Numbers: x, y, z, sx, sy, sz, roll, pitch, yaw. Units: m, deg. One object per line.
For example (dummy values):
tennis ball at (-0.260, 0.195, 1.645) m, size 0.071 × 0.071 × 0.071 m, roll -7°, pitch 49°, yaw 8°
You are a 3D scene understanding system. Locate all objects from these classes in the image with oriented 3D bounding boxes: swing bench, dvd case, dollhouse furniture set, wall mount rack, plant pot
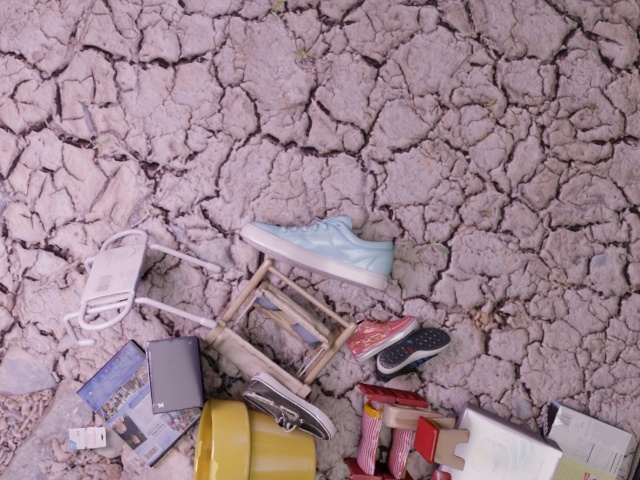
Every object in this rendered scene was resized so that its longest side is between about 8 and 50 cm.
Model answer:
swing bench at (-0.096, 0.212, 1.377) m, size 0.253 × 0.165 × 0.255 m, roll 37°, pitch 87°, yaw -2°
dvd case at (-0.424, 0.385, 1.431) m, size 0.180 × 0.022 × 0.253 m, roll -45°, pitch 90°, yaw -4°
dollhouse furniture set at (0.165, 0.443, 1.279) m, size 0.152 × 0.374 × 0.201 m, roll 10°, pitch 86°, yaw -6°
wall mount rack at (-0.386, 0.106, 1.334) m, size 0.304 × 0.350 × 0.130 m, roll -11°, pitch 125°, yaw 1°
plant pot at (-0.145, 0.487, 1.339) m, size 0.239 × 0.254 × 0.254 m, roll 8°, pitch 88°, yaw -16°

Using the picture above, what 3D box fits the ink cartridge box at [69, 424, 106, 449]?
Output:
ink cartridge box at (-0.544, 0.462, 1.420) m, size 0.083 × 0.028 × 0.048 m, roll -3°, pitch 89°, yaw -2°

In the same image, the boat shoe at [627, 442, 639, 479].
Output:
boat shoe at (0.794, 0.635, 1.424) m, size 0.127 × 0.113 × 0.340 m, roll 19°, pitch 88°, yaw -2°

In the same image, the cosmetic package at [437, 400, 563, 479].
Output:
cosmetic package at (0.395, 0.523, 1.375) m, size 0.224 × 0.138 × 0.224 m, roll 22°, pitch 88°, yaw 17°

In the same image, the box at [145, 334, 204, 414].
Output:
box at (-0.316, 0.293, 1.331) m, size 0.108 × 0.207 × 0.153 m, roll -6°, pitch 81°, yaw -12°

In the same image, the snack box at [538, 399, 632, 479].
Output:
snack box at (0.592, 0.572, 1.444) m, size 0.187 × 0.060 × 0.322 m, roll 23°, pitch 88°, yaw 0°

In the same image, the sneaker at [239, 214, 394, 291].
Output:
sneaker at (0.000, 0.000, 1.414) m, size 0.366 × 0.135 × 0.150 m, roll 20°, pitch 80°, yaw -10°

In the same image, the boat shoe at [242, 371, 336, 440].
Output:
boat shoe at (-0.069, 0.376, 1.305) m, size 0.219 × 0.078 × 0.070 m, roll 34°, pitch 51°, yaw 2°

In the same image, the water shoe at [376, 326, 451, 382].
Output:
water shoe at (0.218, 0.271, 1.442) m, size 0.203 × 0.080 × 0.073 m, roll -17°, pitch 50°, yaw -21°

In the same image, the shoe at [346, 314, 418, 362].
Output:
shoe at (0.141, 0.211, 1.436) m, size 0.178 × 0.063 × 0.081 m, roll -32°, pitch 93°, yaw 1°
